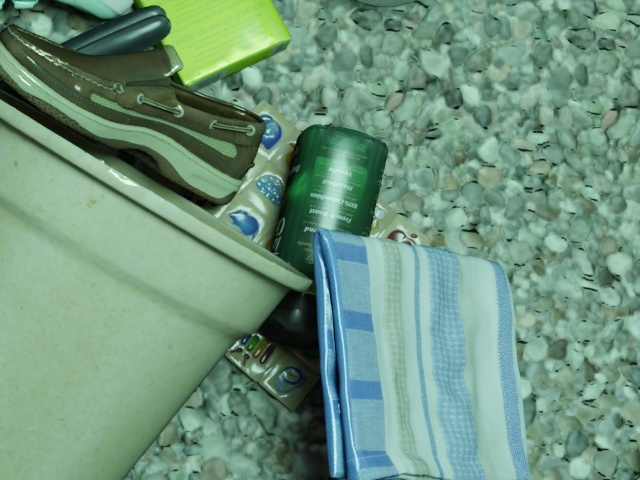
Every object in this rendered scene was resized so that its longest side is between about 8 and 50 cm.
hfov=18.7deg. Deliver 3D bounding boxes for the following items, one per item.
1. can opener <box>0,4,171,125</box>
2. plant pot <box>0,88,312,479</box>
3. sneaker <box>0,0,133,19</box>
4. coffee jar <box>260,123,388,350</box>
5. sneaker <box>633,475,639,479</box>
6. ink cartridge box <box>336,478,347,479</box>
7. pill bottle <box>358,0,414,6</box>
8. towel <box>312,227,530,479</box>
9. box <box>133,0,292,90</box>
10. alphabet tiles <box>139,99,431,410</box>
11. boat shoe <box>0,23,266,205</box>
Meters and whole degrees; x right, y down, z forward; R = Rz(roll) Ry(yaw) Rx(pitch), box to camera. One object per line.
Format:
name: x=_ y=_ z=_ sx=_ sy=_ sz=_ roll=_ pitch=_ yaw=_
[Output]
can opener: x=-0.213 y=-0.150 z=1.662 sx=0.186 sy=0.059 sz=0.073 roll=-32 pitch=128 yaw=-5
plant pot: x=-0.225 y=0.076 z=1.508 sx=0.334 sy=0.334 sz=0.305 roll=31 pitch=90 yaw=-2
sneaker: x=-0.298 y=-0.202 z=1.667 sx=0.256 sy=0.094 sz=0.151 roll=19 pitch=99 yaw=-19
coffee jar: x=0.000 y=0.000 z=1.653 sx=0.079 sy=0.096 sz=0.184 roll=14 pitch=76 yaw=-8
sneaker: x=0.252 y=0.267 z=1.668 sx=0.093 sy=0.088 sz=0.225 roll=36 pitch=74 yaw=20
ink cartridge box: x=0.049 y=0.299 z=1.612 sx=0.154 sy=0.093 sz=0.212 roll=-27 pitch=86 yaw=-14
pill bottle: x=0.078 y=-0.303 z=1.638 sx=0.160 sy=0.283 sz=0.160 roll=2 pitch=79 yaw=-9
towel: x=0.088 y=0.103 z=1.594 sx=0.034 sy=0.285 sz=0.209 roll=-12 pitch=76 yaw=33
box: x=-0.114 y=-0.229 z=1.715 sx=0.109 sy=0.042 sz=0.178 roll=-26 pitch=84 yaw=-14
alphabet tiles: x=-0.053 y=-0.001 z=1.699 sx=0.237 sy=0.009 sz=0.198 roll=40 pitch=76 yaw=0
boat shoe: x=-0.153 y=-0.126 z=1.608 sx=0.257 sy=0.095 sz=0.095 roll=28 pitch=103 yaw=-37
